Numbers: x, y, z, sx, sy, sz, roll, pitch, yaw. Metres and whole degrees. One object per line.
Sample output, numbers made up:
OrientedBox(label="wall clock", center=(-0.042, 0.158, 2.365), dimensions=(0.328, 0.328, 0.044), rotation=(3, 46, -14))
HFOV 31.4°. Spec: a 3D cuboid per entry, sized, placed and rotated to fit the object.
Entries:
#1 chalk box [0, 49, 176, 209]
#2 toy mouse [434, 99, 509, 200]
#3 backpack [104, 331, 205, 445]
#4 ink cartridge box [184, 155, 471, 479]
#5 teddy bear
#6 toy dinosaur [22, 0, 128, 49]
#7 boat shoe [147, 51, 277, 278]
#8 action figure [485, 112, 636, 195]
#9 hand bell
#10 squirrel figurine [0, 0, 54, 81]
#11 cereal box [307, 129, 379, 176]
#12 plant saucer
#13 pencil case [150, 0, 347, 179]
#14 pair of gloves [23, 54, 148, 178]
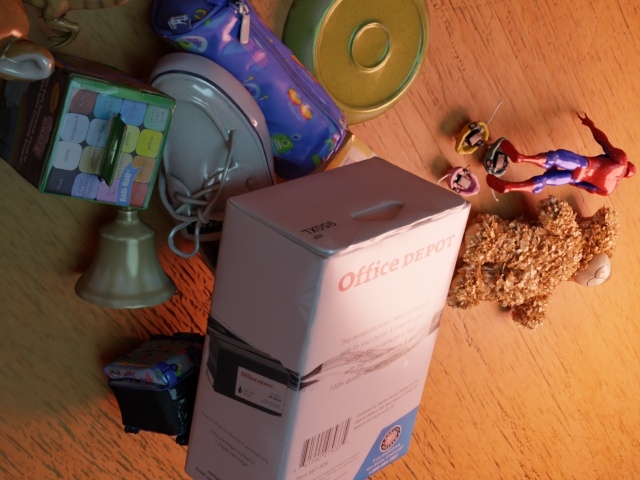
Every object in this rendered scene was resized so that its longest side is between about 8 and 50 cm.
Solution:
OrientedBox(label="chalk box", center=(-0.251, -0.118, 1.242), dimensions=(0.132, 0.213, 0.132), rotation=(10, 105, -38))
OrientedBox(label="toy mouse", center=(0.237, -0.114, 1.732), dimensions=(0.161, 0.031, 0.143), rotation=(-43, 129, -10))
OrientedBox(label="backpack", center=(-0.174, 0.179, 1.509), dimensions=(0.173, 0.158, 0.117), rotation=(-29, 108, -38))
OrientedBox(label="ink cartridge box", center=(0.007, 0.121, 1.412), dimensions=(0.285, 0.166, 0.395), rotation=(-20, 130, -47))
OrientedBox(label="teddy bear", center=(0.351, 0.035, 1.833), dimensions=(0.338, 0.113, 0.245), rotation=(14, 105, -38))
OrientedBox(label="toy dinosaur", center=(-0.280, -0.258, 1.231), dimensions=(0.211, 0.112, 0.064), rotation=(12, 69, 0))
OrientedBox(label="boat shoe", center=(-0.133, -0.047, 1.390), dimensions=(0.367, 0.136, 0.156), rotation=(75, 23, -46))
OrientedBox(label="action figure", center=(0.367, -0.131, 1.770), dimensions=(0.280, 0.139, 0.091), rotation=(1, 125, -31))
OrientedBox(label="hand bell", center=(-0.234, -0.051, 1.377), dimensions=(0.126, 0.126, 0.242), rotation=(-9, 114, -32))
OrientedBox(label="squirrel figurine", center=(-0.457, -0.129, 1.135), dimensions=(0.370, 0.281, 0.397), rotation=(-36, 142, -29))
OrientedBox(label="cereal box", center=(0.055, -0.031, 1.634), dimensions=(0.173, 0.047, 0.240), rotation=(-53, 131, -1))
OrientedBox(label="plant saucer", center=(0.060, -0.265, 1.534), dimensions=(0.241, 0.037, 0.241), rotation=(-16, 120, -29))
OrientedBox(label="pencil case", center=(-0.080, -0.205, 1.405), dimensions=(0.306, 0.133, 0.119), rotation=(48, 59, -40))
OrientedBox(label="pair of gloves", center=(-0.278, -0.135, 1.370), dimensions=(0.198, 0.023, 0.159), rotation=(10, 104, -38))
